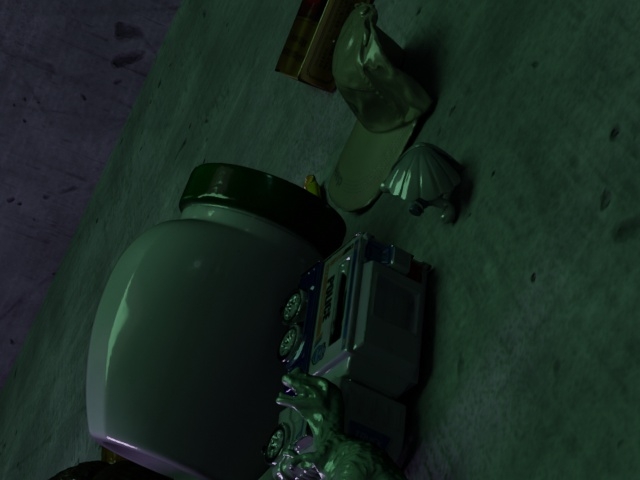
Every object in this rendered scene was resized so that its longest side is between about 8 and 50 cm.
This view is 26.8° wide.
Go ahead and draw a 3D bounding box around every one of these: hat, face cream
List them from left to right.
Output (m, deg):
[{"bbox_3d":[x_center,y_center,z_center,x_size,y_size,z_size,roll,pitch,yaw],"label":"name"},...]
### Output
[{"bbox_3d":[-0.121,0.108,1.617,0.219,0.312,0.357,1,64,49],"label":"face cream"},{"bbox_3d":[0.043,-0.176,1.755,0.245,0.149,0.214,-52,23,15],"label":"hat"}]

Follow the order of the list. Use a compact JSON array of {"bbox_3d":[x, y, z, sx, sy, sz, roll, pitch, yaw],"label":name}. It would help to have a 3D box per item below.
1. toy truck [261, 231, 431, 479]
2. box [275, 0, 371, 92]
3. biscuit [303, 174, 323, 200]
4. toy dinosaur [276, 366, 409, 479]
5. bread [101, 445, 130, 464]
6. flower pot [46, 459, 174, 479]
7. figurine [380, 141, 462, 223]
[{"bbox_3d":[0.036,0.140,1.447,0.155,0.124,0.268,-41,31,44],"label":"toy truck"},{"bbox_3d":[0.017,-0.357,2.097,0.240,0.071,0.159,-67,17,7],"label":"box"},{"bbox_3d":[0.000,0.000,1.834,0.292,0.026,0.048,-101,17,-57],"label":"biscuit"},{"bbox_3d":[0.039,0.266,1.230,0.129,0.076,0.383,-41,50,-1],"label":"toy dinosaur"},{"bbox_3d":[-0.317,0.397,2.180,0.344,0.084,0.124,-102,16,-57],"label":"bread"},{"bbox_3d":[-0.232,0.412,1.704,0.267,0.266,0.267,-14,57,56],"label":"flower pot"},{"bbox_3d":[0.112,-0.064,1.504,0.082,0.094,0.086,70,-159,-55],"label":"figurine"}]
